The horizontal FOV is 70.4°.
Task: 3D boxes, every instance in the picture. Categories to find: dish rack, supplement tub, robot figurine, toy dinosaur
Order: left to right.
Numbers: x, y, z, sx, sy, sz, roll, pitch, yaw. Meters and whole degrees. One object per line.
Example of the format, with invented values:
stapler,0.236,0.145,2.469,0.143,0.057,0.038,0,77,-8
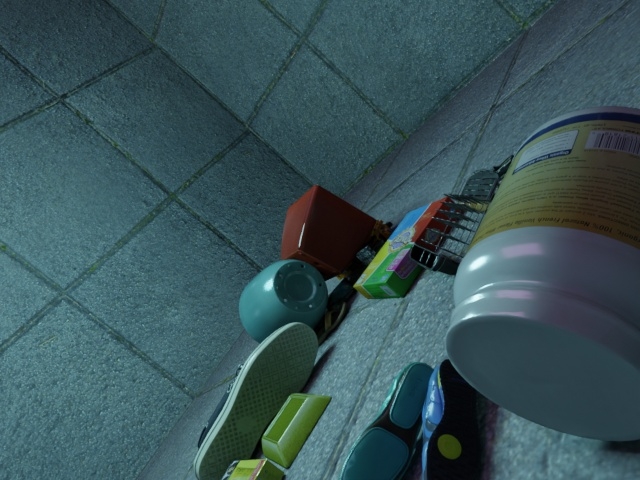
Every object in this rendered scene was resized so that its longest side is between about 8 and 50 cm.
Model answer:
robot figurine,0.162,0.029,1.759,0.291,0.085,0.211,-43,10,37
dish rack,0.323,-0.052,1.090,0.208,0.074,0.272,-126,60,-81
toy dinosaur,0.411,-0.095,1.130,0.211,0.064,0.112,-109,43,-81
supplement tub,0.288,0.025,0.507,0.316,0.228,0.228,-53,8,-31

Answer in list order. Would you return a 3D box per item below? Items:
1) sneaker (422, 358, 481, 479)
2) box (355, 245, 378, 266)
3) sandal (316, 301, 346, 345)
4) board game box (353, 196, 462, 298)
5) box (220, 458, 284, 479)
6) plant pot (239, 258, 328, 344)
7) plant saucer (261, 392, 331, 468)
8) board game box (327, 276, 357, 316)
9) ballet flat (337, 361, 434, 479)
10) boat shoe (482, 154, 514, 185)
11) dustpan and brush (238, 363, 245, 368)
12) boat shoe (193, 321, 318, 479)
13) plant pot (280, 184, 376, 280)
sneaker,0.174,0.267,0.628,0.209,0.069,0.082,-66,-8,-49
box,0.171,0.062,1.550,0.067,0.083,0.018,-41,11,50
sandal,0.022,0.270,1.485,0.180,0.049,0.072,-49,8,-3
board game box,0.250,0.029,1.333,0.316,0.064,0.242,-51,8,-18
box,-0.172,0.568,1.063,0.232,0.058,0.087,-38,12,52
plant pot,-0.106,0.198,1.543,0.293,0.293,0.235,-54,2,-36
plant saucer,-0.074,0.454,1.130,0.188,0.045,0.188,-53,9,-27
board game box,0.069,0.202,1.646,0.126,0.026,0.186,-48,8,1
ballet flat,0.114,0.308,0.714,0.247,0.083,0.087,-50,-27,-27
boat shoe,0.475,-0.184,1.212,0.046,0.038,0.125,-54,9,-34
dustpan and brush,-0.186,0.420,1.429,0.147,0.060,0.211,-48,-31,2
boat shoe,-0.188,0.449,1.305,0.500,0.187,0.156,-56,15,-16
plant pot,0.000,0.000,1.656,0.267,0.267,0.236,-31,33,60
